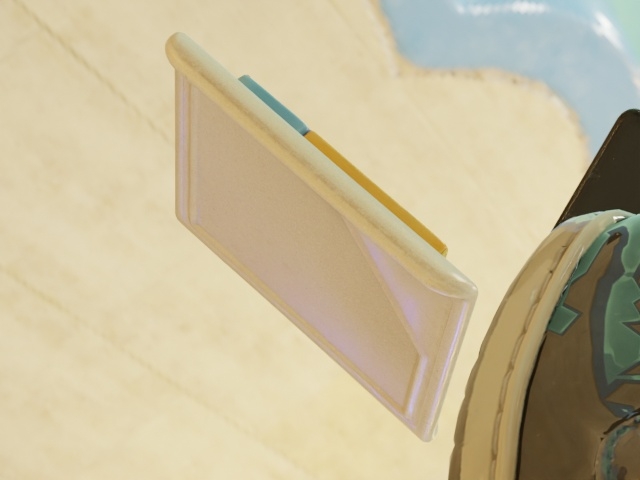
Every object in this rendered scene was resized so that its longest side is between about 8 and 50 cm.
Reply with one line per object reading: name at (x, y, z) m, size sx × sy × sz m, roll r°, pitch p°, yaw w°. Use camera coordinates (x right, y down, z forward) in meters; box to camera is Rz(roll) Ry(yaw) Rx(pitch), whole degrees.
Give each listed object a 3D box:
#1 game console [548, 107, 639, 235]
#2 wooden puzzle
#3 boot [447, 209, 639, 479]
game console at (0.190, -0.014, 1.101) m, size 0.122 × 0.071 × 0.107 m, roll -60°, pitch 170°, yaw 11°
wooden puzzle at (0.000, 0.000, 1.051) m, size 0.044 × 0.221 × 0.239 m, roll -43°, pitch 162°, yaw -18°
boot at (0.174, 0.107, 0.450) m, size 0.284 × 0.377 × 0.138 m, roll -18°, pitch 123°, yaw 27°
